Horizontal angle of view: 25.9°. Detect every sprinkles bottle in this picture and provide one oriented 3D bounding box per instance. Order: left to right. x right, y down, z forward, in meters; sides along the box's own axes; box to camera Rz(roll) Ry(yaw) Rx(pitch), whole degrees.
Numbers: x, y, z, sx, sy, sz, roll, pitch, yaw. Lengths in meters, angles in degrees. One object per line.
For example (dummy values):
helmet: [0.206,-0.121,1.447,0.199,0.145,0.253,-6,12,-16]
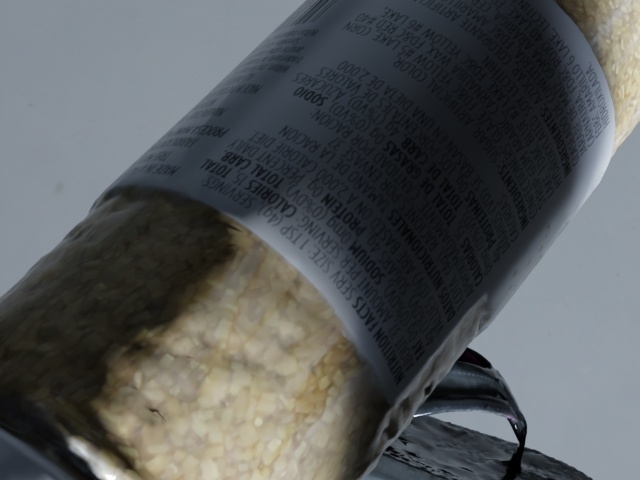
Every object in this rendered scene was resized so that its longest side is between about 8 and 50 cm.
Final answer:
sprinkles bottle: [0.000,0.000,0.435,0.121,0.121,0.355,44,59,-4]

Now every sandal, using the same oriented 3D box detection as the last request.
sandal: [0.034,0.114,1.123,0.445,0.167,0.107,23,102,-2]
